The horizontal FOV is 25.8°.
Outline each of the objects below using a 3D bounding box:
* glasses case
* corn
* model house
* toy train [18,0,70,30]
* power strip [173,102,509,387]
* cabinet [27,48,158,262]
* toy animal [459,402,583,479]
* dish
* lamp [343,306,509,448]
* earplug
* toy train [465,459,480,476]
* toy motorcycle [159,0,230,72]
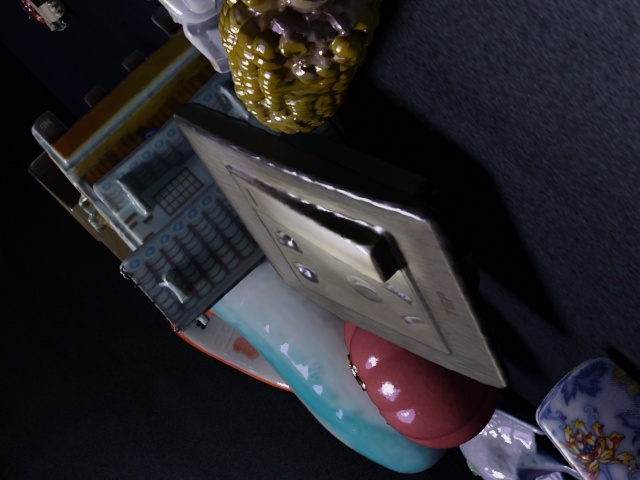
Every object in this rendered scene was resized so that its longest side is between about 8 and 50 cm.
[{"bbox_3d":[0.265,0.193,1.030,0.248,0.087,0.065,45,-175,8],"label":"glasses case"},{"bbox_3d":[-0.015,-0.125,0.894,0.097,0.097,0.320,46,175,3],"label":"corn"},{"bbox_3d":[-0.116,-0.060,1.291,0.215,0.224,0.198,43,172,28],"label":"model house"},{"bbox_3d":[-0.445,-0.394,2.038,0.085,0.053,0.249,33,166,39],"label":"toy train"},{"bbox_3d":[0.034,-0.009,1.108,0.257,0.092,0.251,26,165,34],"label":"power strip"},{"bbox_3d":[-0.199,-0.089,1.659,0.148,0.215,0.175,49,171,-32],"label":"cabinet"},{"bbox_3d":[0.218,0.237,1.597,0.255,0.176,0.239,5,157,23],"label":"toy animal"},{"bbox_3d":[-0.046,0.090,1.677,0.256,0.117,0.256,19,161,7],"label":"dish"},{"bbox_3d":[0.105,0.108,1.341,0.182,0.140,0.182,54,-171,-12],"label":"lamp"},{"bbox_3d":[0.028,0.116,1.493,0.324,0.185,0.185,52,171,-17],"label":"earplug"},{"bbox_3d":[0.230,0.302,1.944,0.033,0.053,0.083,46,174,9],"label":"toy train"},{"bbox_3d":[-0.106,-0.215,0.999,0.151,0.074,0.228,47,166,43],"label":"toy motorcycle"}]
